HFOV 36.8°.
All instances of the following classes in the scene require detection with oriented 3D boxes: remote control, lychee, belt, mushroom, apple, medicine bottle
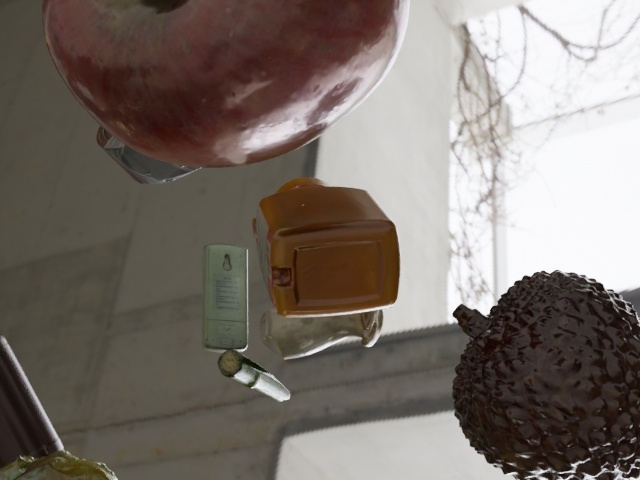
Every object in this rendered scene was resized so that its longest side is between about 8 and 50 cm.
[{"bbox_3d":[-0.201,0.121,2.026,0.038,0.098,0.233,139,-47,-61],"label":"remote control"},{"bbox_3d":[0.289,0.176,1.182,0.304,0.276,0.276,33,-104,12],"label":"lychee"},{"bbox_3d":[-0.212,-0.174,1.415,0.261,0.105,0.184,-5,-134,38],"label":"belt"},{"bbox_3d":[-0.001,0.140,1.600,0.212,0.088,0.097,-7,-121,10],"label":"mushroom"},{"bbox_3d":[-0.082,-0.227,0.934,0.344,0.269,0.345,-1,-93,27],"label":"apple"},{"bbox_3d":[0.000,0.001,1.157,0.149,0.112,0.222,-4,-161,-9],"label":"medicine bottle"}]

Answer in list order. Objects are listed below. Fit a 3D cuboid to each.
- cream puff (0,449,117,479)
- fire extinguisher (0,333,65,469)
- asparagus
[{"bbox_3d":[-0.315,0.341,1.007,0.282,0.185,0.282,-33,-176,2],"label":"cream puff"},{"bbox_3d":[-0.565,0.272,1.662,0.135,0.337,0.114,-27,-179,-18],"label":"fire extinguisher"},{"bbox_3d":[-0.098,0.213,1.493,0.045,0.178,0.041,37,-93,34],"label":"asparagus"}]
